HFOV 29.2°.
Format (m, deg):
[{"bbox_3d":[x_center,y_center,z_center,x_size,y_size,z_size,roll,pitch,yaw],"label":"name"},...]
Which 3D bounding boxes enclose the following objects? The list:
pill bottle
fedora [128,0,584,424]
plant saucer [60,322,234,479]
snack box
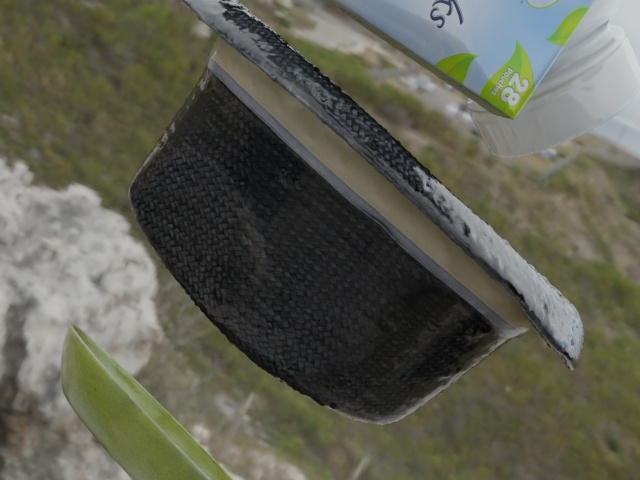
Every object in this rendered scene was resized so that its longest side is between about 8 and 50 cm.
[{"bbox_3d":[0.167,-0.278,1.197,0.361,0.204,0.204,61,4,-15],"label":"pill bottle"},{"bbox_3d":[0.000,0.000,0.764,0.334,0.152,0.334,42,4,-3],"label":"fedora"},{"bbox_3d":[-0.094,0.153,0.813,0.241,0.037,0.241,44,-8,8],"label":"plant saucer"},{"bbox_3d":[0.075,-0.200,0.729,0.207,0.174,0.070,32,7,-9],"label":"snack box"}]
